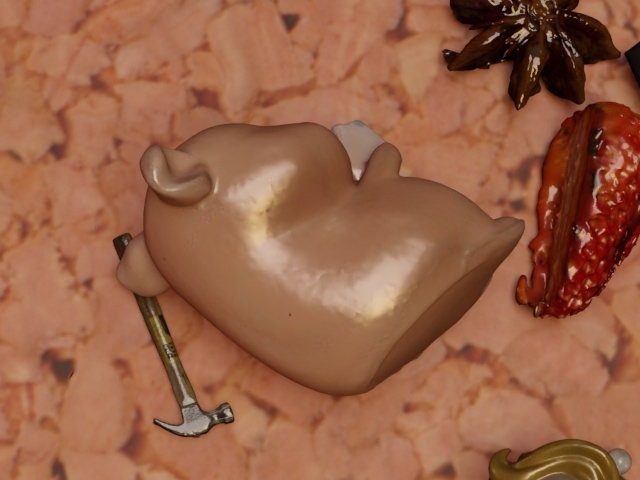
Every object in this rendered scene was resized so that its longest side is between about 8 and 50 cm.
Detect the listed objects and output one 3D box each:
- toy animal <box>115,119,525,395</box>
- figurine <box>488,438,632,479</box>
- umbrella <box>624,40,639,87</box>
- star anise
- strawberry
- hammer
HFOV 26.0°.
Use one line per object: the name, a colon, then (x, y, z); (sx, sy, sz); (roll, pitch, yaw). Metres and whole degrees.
toy animal: (-0.002, -0.003, 1.075); (0.256, 0.195, 0.213); (35, 60, 10)
figurine: (0.165, 0.286, 1.041); (0.194, 0.133, 0.274); (3, 80, 22)
umbrella: (0.339, -0.020, 1.141); (0.118, 0.118, 0.340); (-19, 72, -7)
star anise: (0.185, -0.187, 1.200); (0.168, 0.057, 0.168); (0, 76, -1)
strawberry: (0.224, -0.022, 1.140); (0.082, 0.121, 0.188); (14, 90, -12)
hammer: (-0.133, 0.078, 1.137); (0.062, 0.017, 0.182); (-23, 76, -8)
